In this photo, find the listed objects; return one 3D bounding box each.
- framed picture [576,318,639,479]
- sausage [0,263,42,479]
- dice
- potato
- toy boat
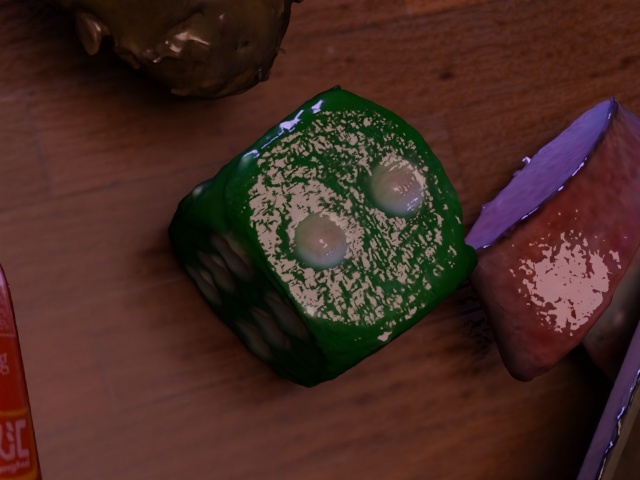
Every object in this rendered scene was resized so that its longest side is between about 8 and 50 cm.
[{"bbox_3d":[0.269,0.082,0.922,0.232,0.024,0.315,41,65,-32],"label":"framed picture"},{"bbox_3d":[-0.180,0.108,0.777,0.074,0.074,0.274,-8,79,-21],"label":"sausage"},{"bbox_3d":[0.000,0.000,0.835,0.120,0.128,0.131,-40,94,-21],"label":"dice"},{"bbox_3d":[-0.104,-0.216,0.845,0.191,0.141,0.296,-13,81,-38],"label":"potato"},{"bbox_3d":[0.214,0.062,0.931,0.282,0.096,0.206,51,56,-12],"label":"toy boat"}]
